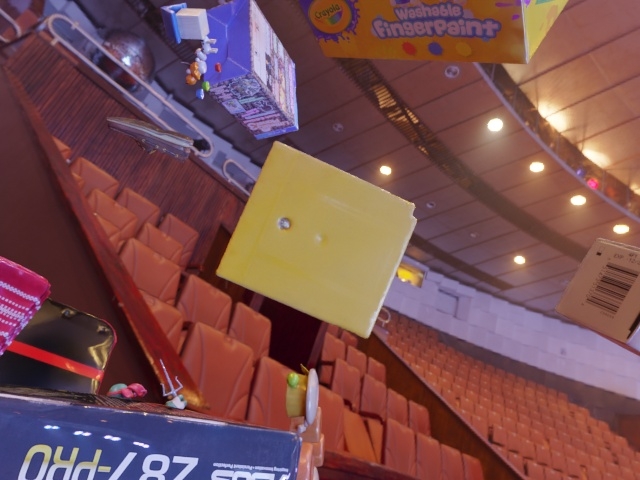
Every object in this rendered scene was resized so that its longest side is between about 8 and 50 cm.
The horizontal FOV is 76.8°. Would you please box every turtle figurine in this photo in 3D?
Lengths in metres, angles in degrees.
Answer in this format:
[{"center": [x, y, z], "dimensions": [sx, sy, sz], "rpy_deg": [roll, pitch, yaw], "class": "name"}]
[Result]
[{"center": [-0.326, 0.332, 0.682], "dimensions": [0.175, 0.235, 0.118], "rpy_deg": [-16, -19, 10], "class": "turtle figurine"}]

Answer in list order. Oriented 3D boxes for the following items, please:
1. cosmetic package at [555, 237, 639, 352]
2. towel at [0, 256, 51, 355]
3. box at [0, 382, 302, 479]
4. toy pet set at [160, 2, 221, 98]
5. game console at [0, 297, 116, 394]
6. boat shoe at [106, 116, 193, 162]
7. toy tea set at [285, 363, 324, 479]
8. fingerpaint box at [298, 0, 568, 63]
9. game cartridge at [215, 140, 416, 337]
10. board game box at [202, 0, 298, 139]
[{"center": [0.578, 0.129, 0.703], "dimensions": [0.295, 0.153, 0.129], "rpy_deg": [23, 6, -27], "class": "cosmetic package"}, {"center": [-0.533, 0.124, 0.527], "dimensions": [0.198, 0.275, 0.031], "rpy_deg": [39, -32, -25], "class": "towel"}, {"center": [-0.253, 0.215, 0.433], "dimensions": [0.318, 0.097, 0.394], "rpy_deg": [24, -28, -26], "class": "box"}, {"center": [-0.214, -0.307, 0.647], "dimensions": [0.065, 0.122, 0.114], "rpy_deg": [3, -47, 3], "class": "toy pet set"}, {"center": [-0.694, 0.260, 0.934], "dimensions": [0.386, 0.342, 0.060], "rpy_deg": [33, -67, -27], "class": "game console"}, {"center": [-0.367, -0.216, 0.864], "dimensions": [0.177, 0.060, 0.064], "rpy_deg": [17, 18, -13], "class": "boat shoe"}, {"center": [-0.065, 0.369, 0.705], "dimensions": [0.124, 0.200, 0.336], "rpy_deg": [1, -45, 5], "class": "toy tea set"}, {"center": [0.233, -0.514, 0.736], "dimensions": [0.444, 0.371, 0.163], "rpy_deg": [24, -18, 40], "class": "fingerpaint box"}, {"center": [0.000, 0.000, 0.796], "dimensions": [0.323, 0.286, 0.052], "rpy_deg": [24, -4, -6], "class": "game cartridge"}, {"center": [-0.184, -0.459, 1.119], "dimensions": [0.140, 0.232, 0.291], "rpy_deg": [-8, -15, 17], "class": "board game box"}]
